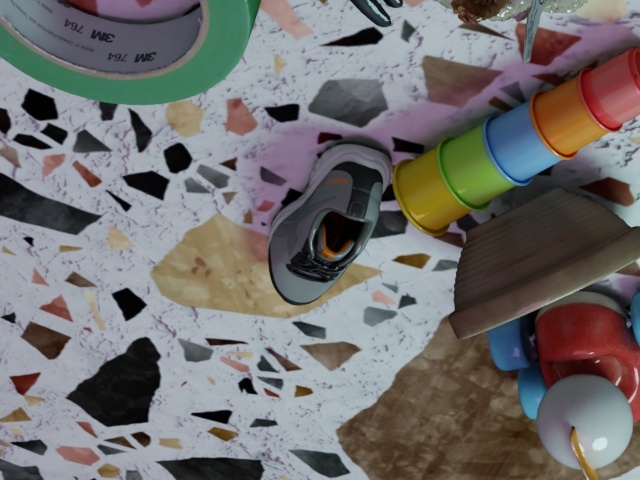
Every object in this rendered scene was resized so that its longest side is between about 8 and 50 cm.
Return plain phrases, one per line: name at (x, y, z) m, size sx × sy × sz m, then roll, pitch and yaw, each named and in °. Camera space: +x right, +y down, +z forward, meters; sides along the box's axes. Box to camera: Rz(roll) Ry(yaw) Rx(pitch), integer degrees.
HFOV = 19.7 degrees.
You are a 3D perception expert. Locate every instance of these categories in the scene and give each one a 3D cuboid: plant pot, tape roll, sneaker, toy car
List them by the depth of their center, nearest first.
tape roll at (-0.218, -0.268, 1.844) m, size 0.321 × 0.077 × 0.321 m, roll 9°, pitch 144°, yaw 6°
plant pot at (0.237, 0.013, 2.042) m, size 0.237 × 0.237 × 0.109 m, roll -27°, pitch 87°, yaw 37°
sneaker at (0.000, 0.000, 2.120) m, size 0.100 × 0.108 × 0.271 m, roll 16°, pitch 142°, yaw -10°
toy car at (0.322, 0.204, 2.193) m, size 0.219 × 0.238 × 0.210 m, roll -9°, pitch 138°, yaw 23°

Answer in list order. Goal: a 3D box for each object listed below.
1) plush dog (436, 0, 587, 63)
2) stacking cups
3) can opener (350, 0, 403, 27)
plush dog at (0.108, -0.286, 1.703) m, size 0.225 × 0.210 × 0.262 m, roll 18°, pitch 148°, yaw 35°
stacking cups at (0.217, -0.113, 1.953) m, size 0.096 × 0.096 × 0.316 m, roll 35°, pitch 132°, yaw -28°
can opener at (0.020, -0.278, 1.820) m, size 0.186 × 0.059 × 0.073 m, roll 34°, pitch 174°, yaw -36°
